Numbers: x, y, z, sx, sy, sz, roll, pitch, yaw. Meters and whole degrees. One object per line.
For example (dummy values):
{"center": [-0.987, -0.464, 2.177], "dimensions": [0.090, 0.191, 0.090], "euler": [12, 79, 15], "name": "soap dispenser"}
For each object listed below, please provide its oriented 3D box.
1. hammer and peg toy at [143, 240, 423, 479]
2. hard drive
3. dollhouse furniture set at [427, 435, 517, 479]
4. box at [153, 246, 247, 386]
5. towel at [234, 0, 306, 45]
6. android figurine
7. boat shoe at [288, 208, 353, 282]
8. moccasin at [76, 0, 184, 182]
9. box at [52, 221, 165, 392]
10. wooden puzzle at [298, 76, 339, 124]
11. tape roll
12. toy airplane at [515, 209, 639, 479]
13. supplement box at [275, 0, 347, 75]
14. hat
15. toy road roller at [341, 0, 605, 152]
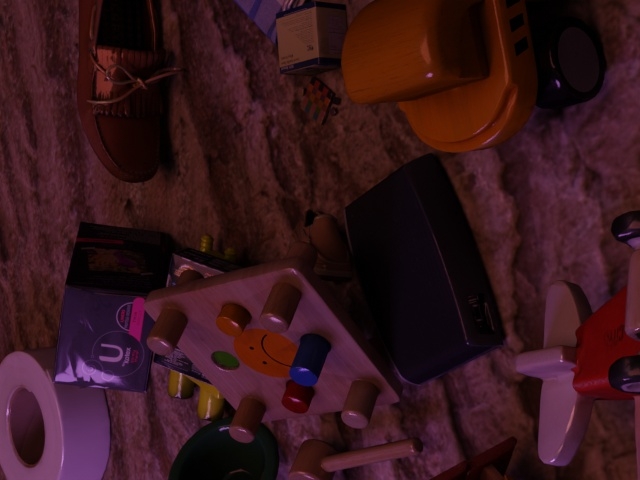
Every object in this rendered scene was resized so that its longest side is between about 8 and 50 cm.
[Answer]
{"center": [-0.026, 0.168, 1.446], "dimensions": [0.266, 0.361, 0.127], "euler": [-15, 37, 35], "name": "hammer and peg toy"}
{"center": [0.116, 0.039, 1.394], "dimensions": [0.172, 0.054, 0.254], "euler": [-35, 68, 45], "name": "hard drive"}
{"center": [0.184, 0.432, 1.312], "dimensions": [0.201, 0.152, 0.374], "euler": [49, 144, 34], "name": "dollhouse furniture set"}
{"center": [-0.123, 0.125, 1.609], "dimensions": [0.220, 0.051, 0.175], "euler": [18, 108, 19], "name": "box"}
{"center": [-0.054, -0.438, 1.566], "dimensions": [0.209, 0.034, 0.285], "euler": [52, 129, 34], "name": "towel"}
{"center": [-0.175, 0.130, 1.732], "dimensions": [0.248, 0.056, 0.272], "euler": [24, 111, 46], "name": "android figurine"}
{"center": [0.000, 0.000, 1.476], "dimensions": [0.190, 0.068, 0.072], "euler": [-139, 61, -66], "name": "boat shoe"}
{"center": [-0.305, -0.282, 1.800], "dimensions": [0.147, 0.139, 0.380], "euler": [-18, 70, 57], "name": "moccasin"}
{"center": [-0.320, 0.096, 1.737], "dimensions": [0.270, 0.143, 0.165], "euler": [-106, 25, -68], "name": "box"}
{"center": [-0.003, -0.191, 1.548], "dimensions": [0.083, 0.006, 0.049], "euler": [45, 124, 37], "name": "wooden puzzle"}
{"center": [-0.502, 0.337, 2.087], "dimensions": [0.286, 0.100, 0.286], "euler": [5, 96, 49], "name": "tape roll"}
{"center": [0.344, 0.105, 1.025], "dimensions": [0.384, 0.272, 0.386], "euler": [-91, 8, -63], "name": "toy airplane"}
{"center": [-0.011, -0.269, 1.512], "dimensions": [0.083, 0.056, 0.083], "euler": [-6, 89, 49], "name": "supplement box"}
{"center": [-0.122, 0.399, 1.715], "dimensions": [0.173, 0.183, 0.208], "euler": [19, 64, 34], "name": "hat"}
{"center": [0.139, -0.258, 1.192], "dimensions": [0.202, 0.241, 0.329], "euler": [-11, 90, 48], "name": "toy road roller"}
